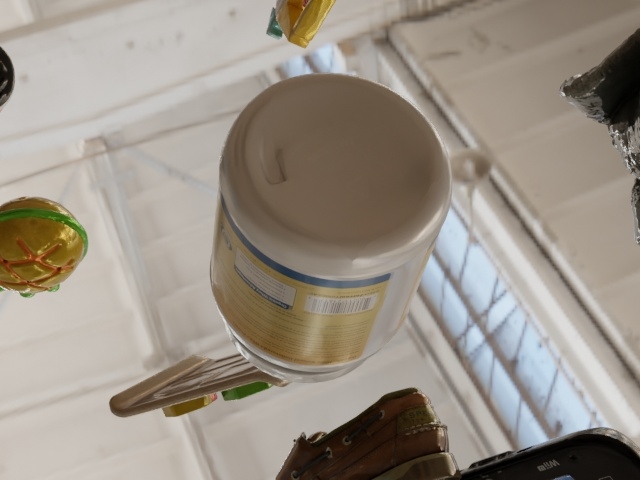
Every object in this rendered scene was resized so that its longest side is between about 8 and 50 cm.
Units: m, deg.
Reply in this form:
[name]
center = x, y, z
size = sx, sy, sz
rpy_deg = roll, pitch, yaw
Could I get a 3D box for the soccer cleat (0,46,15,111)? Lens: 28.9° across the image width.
[soccer cleat]
center = -0.454, -0.144, 1.165
size = 0.318, 0.116, 0.108
rpy_deg = -1, -103, -24

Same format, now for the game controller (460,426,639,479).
[game controller]
center = 0.218, 0.281, 1.251
size = 0.319, 0.166, 0.067
rpy_deg = -31, -154, 43

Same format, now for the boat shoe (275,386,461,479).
[boat shoe]
center = 0.014, 0.248, 1.293
size = 0.307, 0.111, 0.104
rpy_deg = -31, -115, 32

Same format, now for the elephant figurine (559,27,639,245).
[elephant figurine]
center = 0.246, -0.076, 0.826
size = 0.186, 0.239, 0.169
rpy_deg = 11, -105, -19

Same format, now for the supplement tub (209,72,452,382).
[supplement tub]
center = 0.000, 0.000, 0.826
size = 0.144, 0.199, 0.144
rpy_deg = 4, -121, -6

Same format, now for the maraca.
[maraca]
center = -0.332, 0.016, 1.398
size = 0.127, 0.185, 0.099
rpy_deg = 11, -125, -21

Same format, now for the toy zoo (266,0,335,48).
[toy zoo]
center = 0.007, -0.387, 1.663
size = 0.030, 0.293, 0.192
rpy_deg = 20, -147, -22

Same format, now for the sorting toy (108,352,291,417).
[sorting toy]
center = -0.088, 0.142, 1.301
size = 0.208, 0.038, 0.193
rpy_deg = -13, -175, 27
